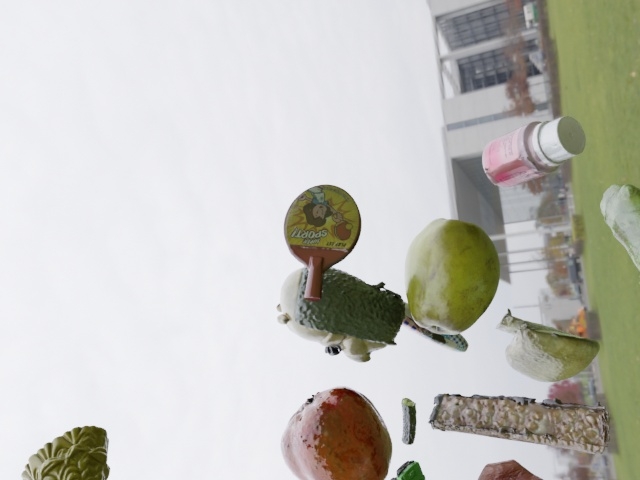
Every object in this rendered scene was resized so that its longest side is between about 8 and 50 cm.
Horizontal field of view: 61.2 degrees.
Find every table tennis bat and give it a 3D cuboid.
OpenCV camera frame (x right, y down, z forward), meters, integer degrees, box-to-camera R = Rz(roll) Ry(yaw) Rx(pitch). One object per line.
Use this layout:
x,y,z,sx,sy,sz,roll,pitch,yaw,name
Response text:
0.000,0.000,1.364,0.038,0.200,0.310,67,-152,-65,table tennis bat

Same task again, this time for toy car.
0.178,0.488,0.986,0.071,0.063,0.165,-18,-82,-46,toy car

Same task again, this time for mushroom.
0.683,0.342,1.661,0.212,0.292,0.217,-64,-10,8,mushroom

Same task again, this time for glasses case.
0.318,0.262,1.710,0.076,0.328,0.125,-61,5,1,glasses case

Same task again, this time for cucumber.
0.327,0.671,1.999,0.058,0.058,0.187,-49,-41,-59,cucumber

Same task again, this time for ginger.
0.501,0.031,0.798,0.137,0.089,0.289,18,-136,-52,ginger

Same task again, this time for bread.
0.386,0.515,1.108,0.119,0.192,0.067,-73,-35,-61,bread

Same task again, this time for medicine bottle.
0.547,-0.230,1.401,0.147,0.247,0.147,6,-103,-26,medicine bottle

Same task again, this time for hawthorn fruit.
0.061,0.534,1.353,0.330,0.287,0.287,53,-157,8,hawthorn fruit

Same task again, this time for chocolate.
0.373,0.350,1.040,0.102,0.329,0.065,-45,-56,-50,chocolate

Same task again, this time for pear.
0.346,0.095,1.446,0.253,0.253,0.307,34,-110,-58,pear

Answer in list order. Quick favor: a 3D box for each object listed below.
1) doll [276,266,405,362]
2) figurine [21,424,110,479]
0.056,0.202,1.484,0.247,0.350,0.247,-167,90,-82,doll
-0.478,0.558,1.099,0.187,0.315,0.168,-20,-52,-29,figurine
